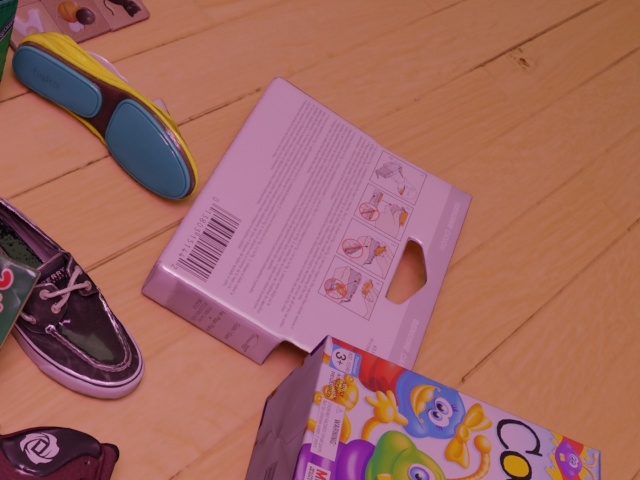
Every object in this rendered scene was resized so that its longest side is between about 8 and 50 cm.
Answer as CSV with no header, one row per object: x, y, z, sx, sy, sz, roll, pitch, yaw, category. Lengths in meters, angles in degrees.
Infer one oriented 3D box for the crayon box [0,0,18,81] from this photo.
-0.400,-0.250,0.809,0.278,0.165,0.081,48,50,7,crayon box

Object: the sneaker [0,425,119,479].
-0.171,0.232,0.657,0.281,0.106,0.162,42,42,-1,sneaker

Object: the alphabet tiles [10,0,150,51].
-0.345,-0.360,0.971,0.285,0.011,0.343,-35,91,-40,alphabet tiles

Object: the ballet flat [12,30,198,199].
-0.202,-0.134,0.904,0.231,0.077,0.077,38,33,2,ballet flat

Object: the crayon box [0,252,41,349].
-0.389,0.036,0.628,0.318,0.081,0.202,26,80,-10,crayon box

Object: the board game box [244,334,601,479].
0.086,0.218,0.774,0.275,0.144,0.142,25,51,-13,board game box

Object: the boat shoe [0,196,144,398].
-0.235,0.046,0.764,0.219,0.070,0.078,42,50,2,boat shoe

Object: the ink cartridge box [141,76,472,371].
0.000,0.000,0.923,0.261,0.066,0.296,32,50,-6,ink cartridge box
